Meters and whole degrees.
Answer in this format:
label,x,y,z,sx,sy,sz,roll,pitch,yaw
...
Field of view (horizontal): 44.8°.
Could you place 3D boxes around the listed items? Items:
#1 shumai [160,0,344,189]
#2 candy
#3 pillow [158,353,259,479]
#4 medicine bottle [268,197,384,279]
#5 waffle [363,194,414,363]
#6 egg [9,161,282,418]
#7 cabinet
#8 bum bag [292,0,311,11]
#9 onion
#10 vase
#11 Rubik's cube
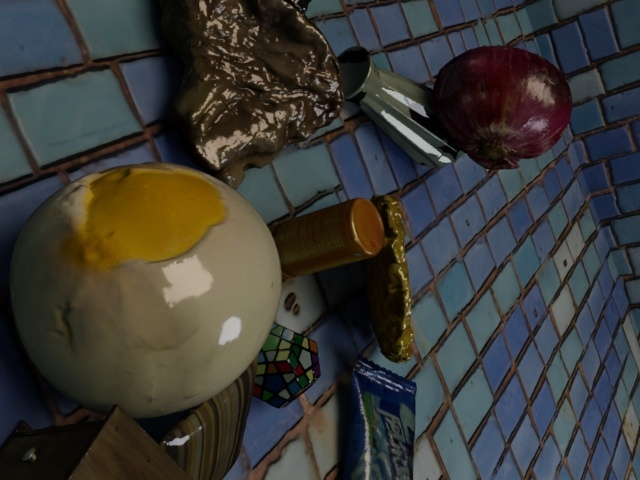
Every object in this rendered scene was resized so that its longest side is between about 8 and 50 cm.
label,x,y,z,sx,sy,sz,roll,pitch,yaw
shumai,-0.136,-0.236,1.217,0.346,0.217,0.283,33,82,-30
candy,0.102,0.378,1.330,0.187,0.077,0.331,29,56,-43
pillow,-0.147,0.261,0.973,0.212,0.052,0.208,-41,149,-53
medicine bottle,0.000,0.000,1.237,0.096,0.192,0.096,24,58,-46
waffle,0.115,0.064,1.362,0.325,0.068,0.302,124,-41,-84
egg,-0.182,0.052,0.887,0.345,0.283,0.283,-18,91,-66
cabinet,-0.267,0.292,0.765,0.148,0.175,0.215,56,39,-25
bum bag,-0.065,-0.459,1.437,0.137,0.074,0.310,60,36,-35
onion,0.382,-0.289,1.587,0.256,0.230,0.272,0,83,-46
vase,0.174,-0.276,1.632,0.360,0.165,0.165,23,59,-44
Rubik's cube,-0.064,0.183,1.146,0.133,0.133,0.112,62,12,-16
